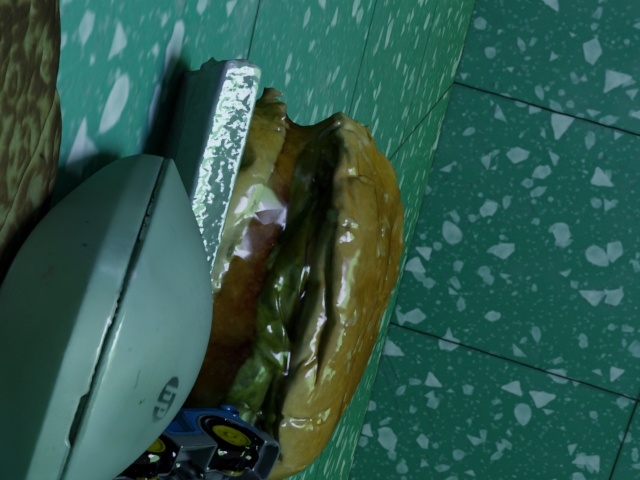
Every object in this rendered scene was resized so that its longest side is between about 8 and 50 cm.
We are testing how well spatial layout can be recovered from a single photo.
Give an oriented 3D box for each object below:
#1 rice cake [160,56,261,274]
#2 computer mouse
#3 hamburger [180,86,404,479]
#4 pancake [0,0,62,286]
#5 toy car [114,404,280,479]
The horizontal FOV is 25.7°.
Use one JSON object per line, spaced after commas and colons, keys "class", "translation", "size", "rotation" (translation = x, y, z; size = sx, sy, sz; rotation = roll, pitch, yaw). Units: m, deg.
{"class": "rice cake", "translation": [-0.092, -0.013, 0.922], "size": [0.080, 0.042, 0.221], "rotation": [17, -88, 62]}
{"class": "computer mouse", "translation": [-0.106, 0.045, 0.757], "size": [0.288, 0.097, 0.159], "rotation": [-62, 170, -77]}
{"class": "hamburger", "translation": [-0.049, 0.078, 1.049], "size": [0.209, 0.162, 0.330], "rotation": [-60, 169, -59]}
{"class": "pancake", "translation": [-0.161, -0.026, 0.596], "size": [0.250, 0.031, 0.250], "rotation": [18, 90, -81]}
{"class": "toy car", "translation": [-0.118, 0.151, 0.895], "size": [0.191, 0.100, 0.097], "rotation": [7, 111, -54]}
